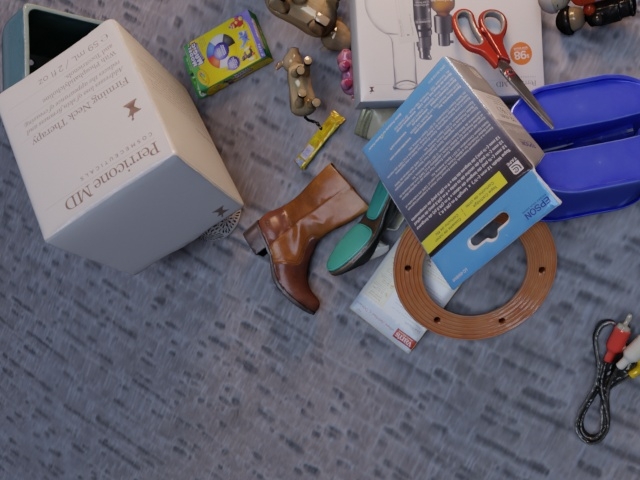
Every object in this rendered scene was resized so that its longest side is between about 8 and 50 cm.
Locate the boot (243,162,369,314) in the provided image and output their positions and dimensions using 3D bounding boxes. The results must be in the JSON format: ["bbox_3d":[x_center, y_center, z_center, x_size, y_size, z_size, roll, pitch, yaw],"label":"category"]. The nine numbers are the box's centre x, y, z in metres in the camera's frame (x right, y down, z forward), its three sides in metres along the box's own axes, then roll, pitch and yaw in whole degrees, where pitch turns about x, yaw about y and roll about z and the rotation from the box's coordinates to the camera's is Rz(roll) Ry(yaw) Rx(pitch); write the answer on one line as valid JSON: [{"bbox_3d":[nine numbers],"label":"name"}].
[{"bbox_3d":[0.000,0.000,1.505,0.280,0.096,0.264,-36,77,7],"label":"boot"}]

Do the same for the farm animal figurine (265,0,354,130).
[{"bbox_3d":[-0.006,-0.457,1.402,0.330,0.172,0.327,-44,98,-9],"label":"farm animal figurine"}]

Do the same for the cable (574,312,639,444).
[{"bbox_3d":[0.579,0.277,1.298,0.139,0.072,0.287,33,103,21],"label":"cable"}]

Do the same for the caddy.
[{"bbox_3d":[0.493,-0.170,1.237,0.341,0.179,0.241,-10,74,0],"label":"caddy"}]

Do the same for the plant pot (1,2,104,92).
[{"bbox_3d":[-0.682,-0.425,1.634,0.252,0.248,0.247,1,93,42],"label":"plant pot"}]

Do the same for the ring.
[{"bbox_3d":[0.319,0.055,1.339,0.337,0.032,0.336,0,111,0],"label":"ring"}]

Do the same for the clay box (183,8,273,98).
[{"bbox_3d":[-0.238,-0.450,1.568,0.222,0.053,0.127,-24,84,18],"label":"clay box"}]

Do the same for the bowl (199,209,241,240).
[{"bbox_3d":[-0.289,-0.081,1.587,0.170,0.080,0.170,1,92,19],"label":"bowl"}]

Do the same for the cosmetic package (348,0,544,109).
[{"bbox_3d":[0.251,-0.420,1.300,0.377,0.097,0.284,-4,93,-5],"label":"cosmetic package"}]

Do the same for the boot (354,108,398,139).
[{"bbox_3d":[0.182,-0.297,1.415,0.165,0.077,0.213,31,102,18],"label":"boot"}]

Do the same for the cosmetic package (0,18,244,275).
[{"bbox_3d":[-0.439,-0.193,1.440,0.329,0.327,0.393,-32,67,7],"label":"cosmetic package"}]

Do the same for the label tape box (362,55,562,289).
[{"bbox_3d":[0.259,-0.121,1.170,0.249,0.115,0.347,-47,60,32],"label":"label tape box"}]

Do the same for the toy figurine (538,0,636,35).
[{"bbox_3d":[0.502,-0.517,1.224,0.148,0.213,0.209,-5,87,36],"label":"toy figurine"}]

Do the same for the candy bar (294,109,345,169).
[{"bbox_3d":[-0.006,-0.234,1.513,0.040,0.018,0.161,44,106,16],"label":"candy bar"}]

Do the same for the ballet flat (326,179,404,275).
[{"bbox_3d":[0.126,-0.025,1.427,0.096,0.095,0.280,31,97,-29],"label":"ballet flat"}]

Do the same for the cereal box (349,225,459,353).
[{"bbox_3d":[0.201,0.108,1.437,0.173,0.047,0.240,38,104,14],"label":"cereal box"}]

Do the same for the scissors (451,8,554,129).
[{"bbox_3d":[0.333,-0.320,1.195,0.109,0.021,0.297,-11,68,-10],"label":"scissors"}]
